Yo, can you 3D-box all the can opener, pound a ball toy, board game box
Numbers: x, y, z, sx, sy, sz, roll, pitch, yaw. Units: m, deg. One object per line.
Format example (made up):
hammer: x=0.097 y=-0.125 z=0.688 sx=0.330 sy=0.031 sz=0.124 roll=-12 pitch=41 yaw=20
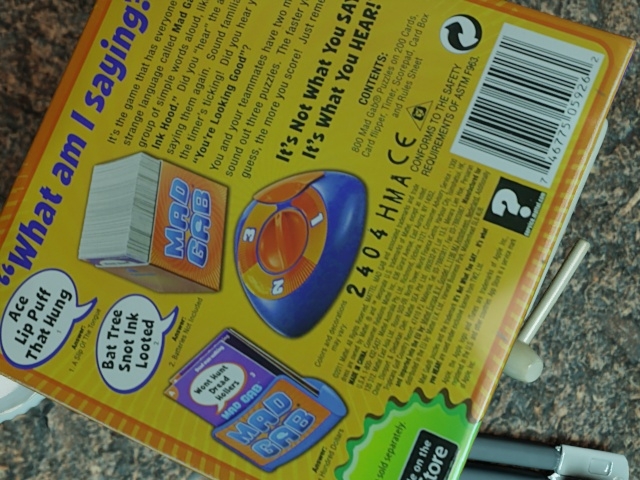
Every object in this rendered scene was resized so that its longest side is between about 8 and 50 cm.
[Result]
can opener: x=0.271 y=0.285 z=1.022 sx=0.280 sy=0.093 sz=0.074 roll=13 pitch=91 yaw=-14
pound a ball toy: x=0.214 y=-0.019 z=0.973 sx=0.208 sy=0.136 sz=0.319 roll=28 pitch=85 yaw=-43
board game box: x=0.000 y=0.000 z=0.703 sx=0.356 sy=0.356 sz=0.356 roll=22 pitch=87 yaw=13

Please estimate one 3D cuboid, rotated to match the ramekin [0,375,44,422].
ramekin: x=-0.329 y=0.081 z=0.799 sx=0.207 sy=0.109 sz=0.207 roll=-2 pitch=95 yaw=-18
